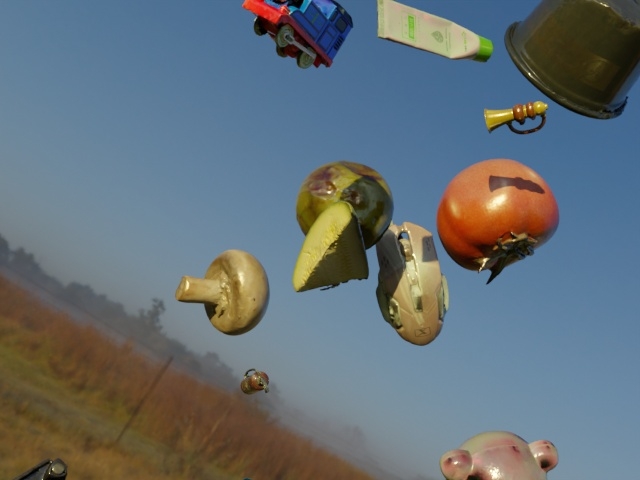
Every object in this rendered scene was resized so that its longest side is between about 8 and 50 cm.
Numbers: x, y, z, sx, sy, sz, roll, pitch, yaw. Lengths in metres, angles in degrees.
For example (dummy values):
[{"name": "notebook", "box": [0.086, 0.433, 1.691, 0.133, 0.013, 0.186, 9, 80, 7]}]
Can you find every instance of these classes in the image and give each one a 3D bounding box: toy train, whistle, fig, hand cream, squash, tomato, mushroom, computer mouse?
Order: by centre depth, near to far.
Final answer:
[{"name": "toy train", "box": [-0.036, -0.380, 1.274, 0.082, 0.131, 0.204, 35, 5, 27]}, {"name": "whistle", "box": [0.352, -0.215, 1.316, 0.109, 0.057, 0.046, -5, 11, 21]}, {"name": "hand cream", "box": [0.223, -0.405, 1.444, 0.275, 0.079, 0.050, 7, -40, -32]}, {"name": "squash", "box": [0.000, 0.000, 1.494, 0.169, 0.093, 0.252, -14, -34, 2]}, {"name": "tomato", "box": [0.372, -0.050, 1.569, 0.256, 0.255, 0.225, 61, 7, -59]}, {"name": "mushroom", "box": [-0.234, 0.122, 1.747, 0.215, 0.208, 0.207, 6, -3, -31]}, {"name": "fig", "box": [0.055, -0.075, 1.828, 0.239, 0.239, 0.271, 31, -10, -2]}, {"name": "computer mouse", "box": [0.246, 0.094, 1.993, 0.199, 0.389, 0.115, -12, -2, -3]}]

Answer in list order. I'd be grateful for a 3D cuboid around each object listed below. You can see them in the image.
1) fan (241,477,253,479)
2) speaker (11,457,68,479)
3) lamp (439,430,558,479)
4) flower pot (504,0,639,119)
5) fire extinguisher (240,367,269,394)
[{"name": "fan", "box": [-0.132, 0.454, 1.217, 0.082, 0.155, 0.039, 29, 26, 15]}, {"name": "speaker", "box": [-0.464, 0.513, 1.173, 0.232, 0.184, 0.254, 52, -43, 9]}, {"name": "lamp", "box": [0.359, 0.547, 1.530, 0.247, 0.247, 0.301, -1, -56, -5]}, {"name": "flower pot", "box": [0.290, -0.218, 0.779, 0.157, 0.157, 0.107, 32, -44, -3]}, {"name": "fire extinguisher", "box": [-0.148, 0.322, 1.675, 0.064, 0.043, 0.158, 64, -23, 8]}]
